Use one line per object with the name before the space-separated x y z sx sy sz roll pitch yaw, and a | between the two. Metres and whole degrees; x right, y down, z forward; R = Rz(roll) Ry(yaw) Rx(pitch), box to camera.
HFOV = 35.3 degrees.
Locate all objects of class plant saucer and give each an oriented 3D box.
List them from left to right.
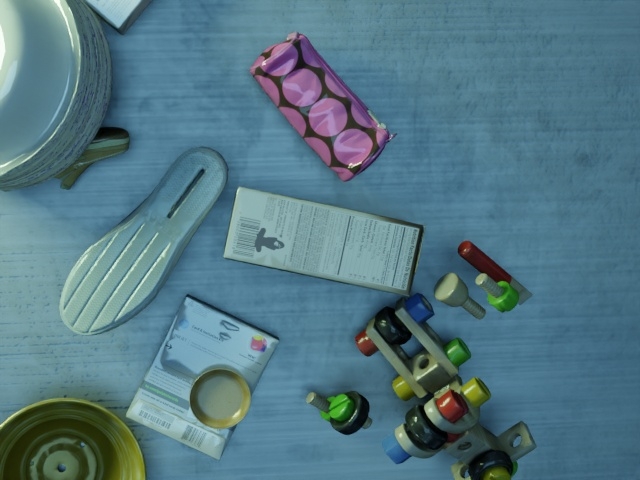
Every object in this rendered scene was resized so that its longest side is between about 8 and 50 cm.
plant saucer | -0.136 0.214 1.368 0.084 0.015 0.083 0 93 -6

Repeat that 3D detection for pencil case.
pencil case | 0.003 -0.185 1.362 0.209 0.095 0.098 47 124 -7

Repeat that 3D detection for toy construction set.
toy construction set | 0.194 0.189 1.352 0.237 0.257 0.308 36 87 -29

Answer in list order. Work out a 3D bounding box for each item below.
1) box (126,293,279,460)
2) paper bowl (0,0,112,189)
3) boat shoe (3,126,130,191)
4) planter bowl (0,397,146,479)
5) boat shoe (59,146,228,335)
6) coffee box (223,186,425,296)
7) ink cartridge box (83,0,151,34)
box | -0.162 0.188 1.392 0.145 0.038 0.186 26 92 -6
paper bowl | -0.417 -0.212 1.254 0.284 0.148 0.284 -2 84 17
boat shoe | -0.344 -0.104 1.355 0.190 0.068 0.072 -9 106 7
planter bowl | -0.347 0.314 1.350 0.217 0.090 0.217 0 89 -15
boat shoe | -0.224 0.006 1.348 0.109 0.094 0.302 42 88 4
coffee box | 0.000 0.000 1.346 0.247 0.141 0.098 12 91 -6
ink cartridge box | -0.307 -0.383 1.337 0.198 0.067 0.115 40 89 -7
